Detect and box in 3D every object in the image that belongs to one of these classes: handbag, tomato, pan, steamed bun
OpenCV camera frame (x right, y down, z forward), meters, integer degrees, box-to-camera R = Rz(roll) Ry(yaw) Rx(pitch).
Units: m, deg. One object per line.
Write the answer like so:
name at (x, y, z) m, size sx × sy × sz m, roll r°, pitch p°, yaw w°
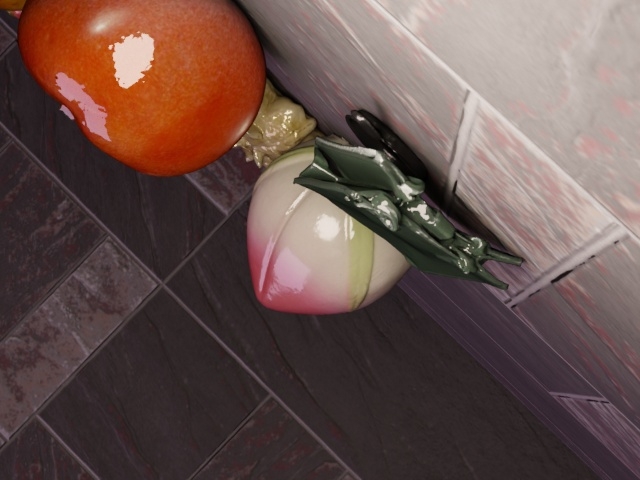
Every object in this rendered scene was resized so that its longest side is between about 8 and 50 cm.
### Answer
handbag at (0.106, -0.032, 1.371) m, size 0.247 × 0.079 × 0.260 m, roll 33°, pitch 178°, yaw -22°
tomato at (-0.234, -0.260, 1.475) m, size 0.341 × 0.273 × 0.341 m, roll 46°, pitch -168°, yaw -13°
pan at (0.076, -0.126, 1.315) m, size 0.136 × 0.028 × 0.235 m, roll 43°, pitch -179°, yaw 16°
steamed bun at (-0.119, -0.215, 1.899) m, size 0.295 × 0.137 × 0.292 m, roll 40°, pitch 179°, yaw 39°
steamed bun at (0.000, 0.000, 1.764) m, size 0.309 × 0.309 × 0.309 m, roll 44°, pitch 178°, yaw 2°

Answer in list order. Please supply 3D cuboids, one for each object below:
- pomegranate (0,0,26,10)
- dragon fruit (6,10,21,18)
pomegranate at (-0.461, -0.489, 1.653) m, size 0.264 × 0.264 × 0.264 m, roll 44°, pitch 178°, yaw 2°
dragon fruit at (-0.492, -0.505, 2.038) m, size 0.303 × 0.231 × 0.237 m, roll 32°, pitch 162°, yaw 23°
